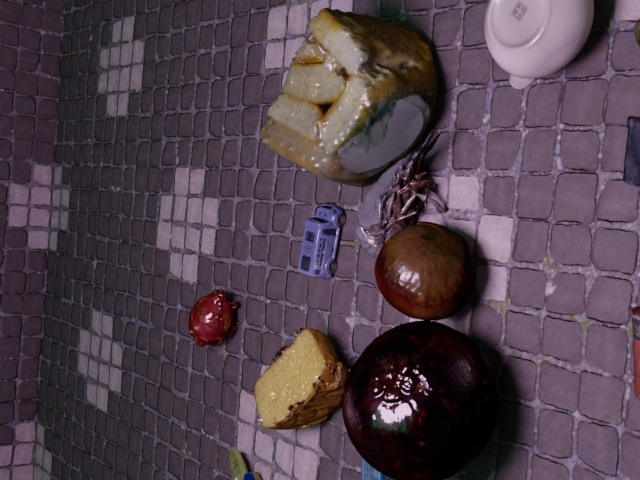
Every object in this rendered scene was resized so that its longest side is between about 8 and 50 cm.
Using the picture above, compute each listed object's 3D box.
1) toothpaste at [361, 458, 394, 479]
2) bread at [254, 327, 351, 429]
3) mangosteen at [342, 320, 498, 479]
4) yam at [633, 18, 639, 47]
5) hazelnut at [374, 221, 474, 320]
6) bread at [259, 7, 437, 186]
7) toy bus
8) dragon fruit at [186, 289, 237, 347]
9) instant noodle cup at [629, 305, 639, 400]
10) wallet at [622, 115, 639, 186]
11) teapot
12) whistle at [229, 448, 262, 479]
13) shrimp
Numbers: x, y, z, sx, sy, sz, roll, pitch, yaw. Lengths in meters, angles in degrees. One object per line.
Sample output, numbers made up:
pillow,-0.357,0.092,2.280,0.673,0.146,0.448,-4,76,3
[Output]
toothpaste,0.125,0.451,1.740,0.065,0.050,0.267,0,88,49
bread,-0.028,0.326,1.861,0.261,0.147,0.160,-54,42,28
mangosteen,0.192,0.306,1.518,0.297,0.293,0.297,-28,31,18
yam,0.567,-0.212,1.249,0.071,0.067,0.318,-49,51,54
hazelnut,0.199,0.073,1.588,0.208,0.208,0.208,-4,85,49
bread,0.061,-0.253,1.711,0.264,0.239,0.395,57,131,34
toy bus,0.000,0.000,1.891,0.073,0.076,0.168,18,102,48
dragon fruit,-0.284,0.203,2.180,0.136,0.133,0.166,21,110,4
instant noodle cup,0.529,0.177,1.242,0.127,0.127,0.136,13,105,49
wallet,0.529,-0.132,1.267,0.166,0.030,0.111,-141,49,-68
teapot,0.389,-0.391,1.418,0.298,0.139,0.204,-51,50,37
whistle,-0.186,0.635,2.066,0.105,0.085,0.228,-45,56,33
shrimp,0.172,-0.094,1.667,0.145,0.116,0.343,58,135,33
